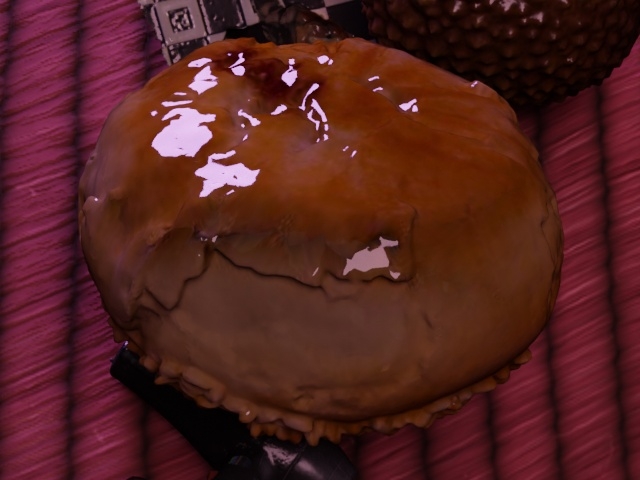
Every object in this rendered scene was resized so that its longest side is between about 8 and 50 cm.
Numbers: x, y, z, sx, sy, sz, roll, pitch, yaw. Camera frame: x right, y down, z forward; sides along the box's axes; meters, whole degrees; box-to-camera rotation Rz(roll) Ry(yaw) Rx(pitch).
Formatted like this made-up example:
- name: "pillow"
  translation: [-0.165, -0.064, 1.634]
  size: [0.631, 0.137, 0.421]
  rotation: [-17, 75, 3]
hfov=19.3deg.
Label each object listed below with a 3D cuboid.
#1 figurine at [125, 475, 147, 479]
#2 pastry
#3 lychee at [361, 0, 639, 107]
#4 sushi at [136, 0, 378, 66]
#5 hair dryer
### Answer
- name: "figurine"
  translation: [-0.265, 0.319, 1.464]
  size: [0.370, 0.167, 0.281]
  rotation: [-30, 85, -28]
- name: "pastry"
  translation: [0.000, 0.000, 1.548]
  size: [0.410, 0.245, 0.409]
  rotation: [3, 35, -2]
- name: "lychee"
  translation: [0.161, -0.239, 1.695]
  size: [0.267, 0.267, 0.267]
  rotation: [4, 71, -11]
- name: "sushi"
  translation: [-0.043, -0.172, 1.737]
  size: [0.210, 0.040, 0.192]
  rotation: [-26, 94, -19]
- name: "hair dryer"
  translation: [-0.107, 0.180, 1.518]
  size: [0.235, 0.091, 0.272]
  rotation: [32, 25, 8]
